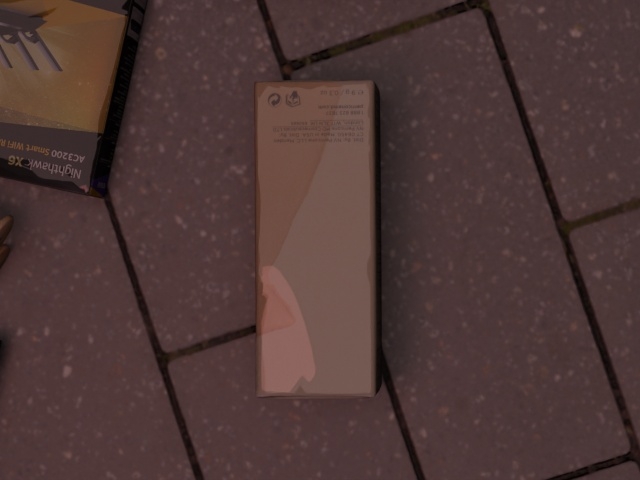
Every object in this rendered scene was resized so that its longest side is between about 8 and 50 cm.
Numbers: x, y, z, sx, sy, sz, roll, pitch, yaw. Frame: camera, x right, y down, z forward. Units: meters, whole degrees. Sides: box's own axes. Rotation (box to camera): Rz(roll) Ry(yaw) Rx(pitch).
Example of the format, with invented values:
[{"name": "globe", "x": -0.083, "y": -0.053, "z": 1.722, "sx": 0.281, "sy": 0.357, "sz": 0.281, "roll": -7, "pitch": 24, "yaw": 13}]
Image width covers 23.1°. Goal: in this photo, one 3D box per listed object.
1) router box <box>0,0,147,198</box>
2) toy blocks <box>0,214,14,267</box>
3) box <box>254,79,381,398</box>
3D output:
[{"name": "router box", "x": -0.353, "y": -0.193, "z": 1.632, "sx": 0.308, "sy": 0.081, "sz": 0.243, "roll": 12, "pitch": 91, "yaw": 4}, {"name": "toy blocks", "x": -0.394, "y": -0.026, "z": 1.616, "sx": 0.148, "sy": 0.123, "sz": 0.054, "roll": 33, "pitch": 60, "yaw": 2}, {"name": "box", "x": 0.000, "y": 0.000, "z": 1.578, "sx": 0.121, "sy": 0.148, "sz": 0.311, "roll": 0, "pitch": 88, "yaw": 4}]
